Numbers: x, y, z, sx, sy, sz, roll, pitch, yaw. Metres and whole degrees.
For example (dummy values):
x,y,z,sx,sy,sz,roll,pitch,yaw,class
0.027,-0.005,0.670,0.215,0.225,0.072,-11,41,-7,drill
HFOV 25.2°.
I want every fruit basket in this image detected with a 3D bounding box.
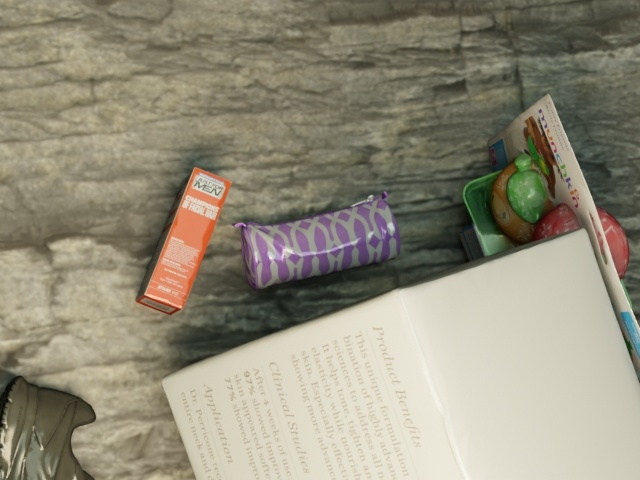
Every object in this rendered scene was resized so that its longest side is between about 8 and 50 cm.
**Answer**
x,y,z,sx,sy,sz,roll,pitch,yaw,class
0.277,0.010,1.711,0.165,0.353,0.327,-20,88,-1,fruit basket

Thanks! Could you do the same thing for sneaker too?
x,y,z,sx,sy,sz,roll,pitch,yaw,class
-0.331,0.306,1.652,0.130,0.109,0.286,13,81,-18,sneaker

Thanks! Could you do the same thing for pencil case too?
x,y,z,sx,sy,sz,roll,pitch,yaw,class
0.000,0.000,1.780,0.206,0.086,0.088,-13,98,-15,pencil case

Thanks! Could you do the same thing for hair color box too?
x,y,z,sx,sy,sz,roll,pitch,yaw,class
-0.167,0.002,1.737,0.053,0.093,0.167,21,78,-11,hair color box

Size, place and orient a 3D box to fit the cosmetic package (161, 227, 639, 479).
x,y,z,sx,sy,sz,roll,pitch,yaw,class
0.105,0.217,1.563,0.327,0.393,0.329,-16,86,-45,cosmetic package
